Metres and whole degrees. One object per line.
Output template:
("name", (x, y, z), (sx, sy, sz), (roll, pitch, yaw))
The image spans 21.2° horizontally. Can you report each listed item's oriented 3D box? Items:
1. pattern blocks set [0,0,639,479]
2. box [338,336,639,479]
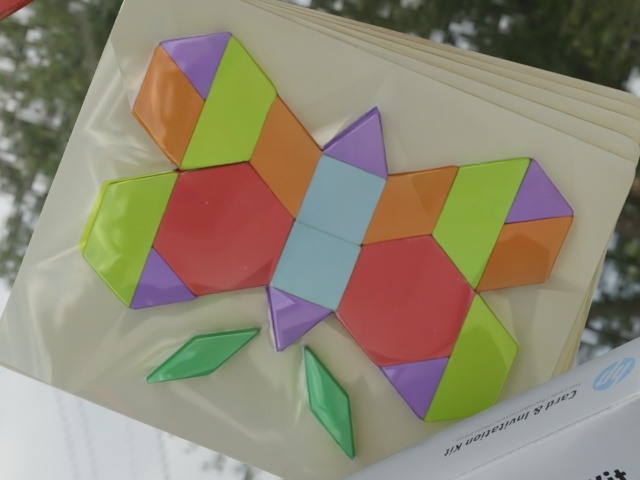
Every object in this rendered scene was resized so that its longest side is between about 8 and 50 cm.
("pattern blocks set", (0.000, 0.000, 0.536), (0.026, 0.325, 0.285), (-105, 21, -84))
("box", (0.093, 0.128, 0.489), (0.145, 0.186, 0.038), (-30, 12, 36))
